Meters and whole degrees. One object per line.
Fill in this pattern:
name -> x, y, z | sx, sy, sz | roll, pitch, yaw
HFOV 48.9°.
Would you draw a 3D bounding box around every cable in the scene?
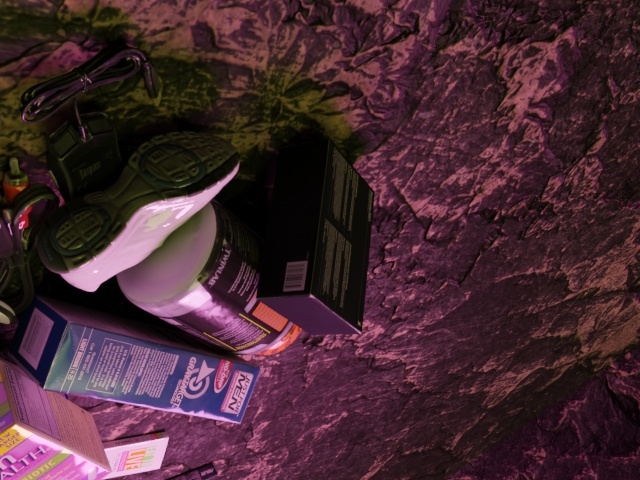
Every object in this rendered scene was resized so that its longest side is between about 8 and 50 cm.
cable -> -0.422, -0.004, 0.965 | 0.139, 0.072, 0.287 | -17, 150, -21

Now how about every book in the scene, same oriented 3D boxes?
book -> -0.402, 0.453, 1.488 | 0.144, 0.035, 0.096 | -1, 127, -36

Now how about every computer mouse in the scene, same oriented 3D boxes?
computer mouse -> -0.284, -0.139, 0.924 | 0.184, 0.060, 0.262 | -40, 150, -24

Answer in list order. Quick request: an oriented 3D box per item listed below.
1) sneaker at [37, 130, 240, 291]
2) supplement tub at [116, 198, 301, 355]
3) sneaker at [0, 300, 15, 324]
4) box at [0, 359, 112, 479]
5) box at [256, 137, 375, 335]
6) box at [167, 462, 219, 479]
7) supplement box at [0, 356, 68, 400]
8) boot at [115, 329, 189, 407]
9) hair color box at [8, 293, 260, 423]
sneaker -> -0.237, -0.043, 0.957 | 0.297, 0.111, 0.129 | -35, 160, -18
supplement tub -> -0.157, 0.067, 1.126 | 0.193, 0.194, 0.316 | -40, 143, 4
sneaker -> -0.485, 0.098, 0.987 | 0.109, 0.044, 0.040 | 25, 136, -20
box -> -0.471, 0.320, 1.026 | 0.213, 0.117, 0.243 | -34, 142, -4
box -> 0.000, 0.000, 1.123 | 0.103, 0.261, 0.184 | -7, 152, 29
box -> -0.347, 0.638, 1.719 | 0.190, 0.045, 0.184 | -14, 140, -28
supplement box -> -0.512, 0.280, 1.141 | 0.111, 0.114, 0.220 | -35, 145, -1
boot -> -0.270, 0.231, 1.325 | 0.208, 0.076, 0.190 | 2, 128, -48
hair color box -> -0.287, 0.192, 1.116 | 0.347, 0.174, 0.105 | 23, 86, -40
